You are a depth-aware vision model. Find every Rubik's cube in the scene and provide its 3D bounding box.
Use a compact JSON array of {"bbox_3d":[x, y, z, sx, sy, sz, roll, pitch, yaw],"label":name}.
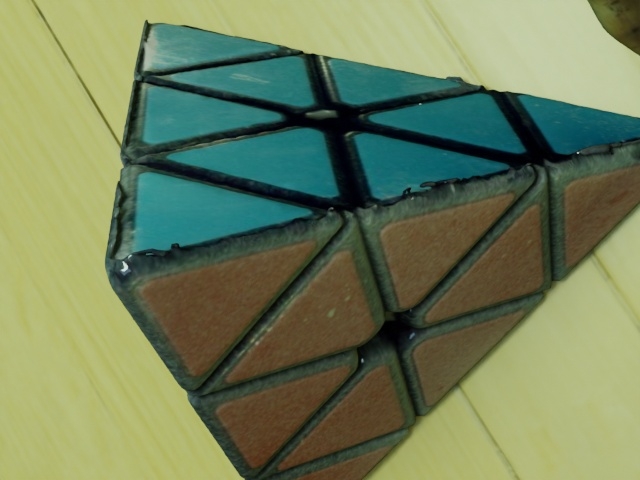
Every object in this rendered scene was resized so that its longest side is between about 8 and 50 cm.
[{"bbox_3d":[0.000,0.001,0.600,0.229,0.228,0.233,36,153,-20],"label":"Rubik's cube"}]

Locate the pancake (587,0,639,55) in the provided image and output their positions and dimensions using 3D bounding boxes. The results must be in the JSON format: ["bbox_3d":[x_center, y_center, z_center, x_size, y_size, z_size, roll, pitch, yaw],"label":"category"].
[{"bbox_3d":[0.211,-0.157,0.469,0.250,0.250,0.031,-38,44,20],"label":"pancake"}]
